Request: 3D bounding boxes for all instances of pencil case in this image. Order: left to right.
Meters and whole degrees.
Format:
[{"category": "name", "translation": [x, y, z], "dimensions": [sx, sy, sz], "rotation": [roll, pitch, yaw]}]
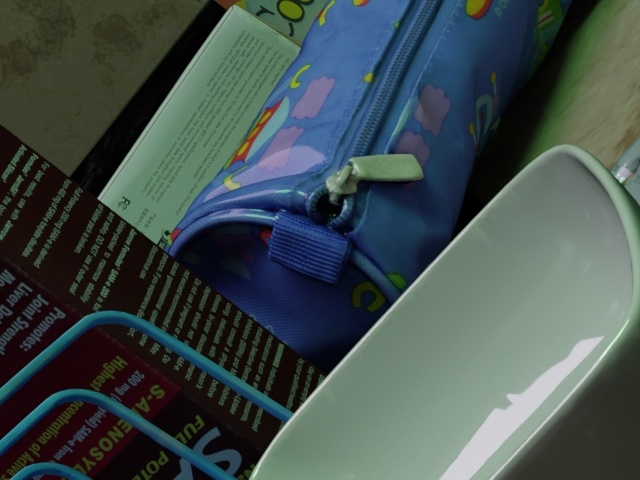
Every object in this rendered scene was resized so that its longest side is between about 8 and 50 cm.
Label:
[{"category": "pencil case", "translation": [0.038, -0.068, 0.839], "dimensions": [0.306, 0.119, 0.133], "rotation": [-62, -1, -36]}]

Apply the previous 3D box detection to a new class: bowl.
[{"category": "bowl", "translation": [0.040, 0.053, 0.426], "dimensions": [0.142, 0.053, 0.142], "rotation": [-50, 13, 15]}]

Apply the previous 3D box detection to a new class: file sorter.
[{"category": "file sorter", "translation": [-0.083, 0.127, 0.621], "dimensions": [0.170, 0.104, 0.118], "rotation": [-63, -9, 32]}]

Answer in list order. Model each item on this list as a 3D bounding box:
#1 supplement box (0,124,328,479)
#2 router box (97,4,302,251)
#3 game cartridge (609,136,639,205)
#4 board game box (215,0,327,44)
[{"category": "supplement box", "translation": [-0.102, 0.062, 0.704], "dimensions": [0.130, 0.239, 0.073], "rotation": [-45, 15, 29]}, {"category": "router box", "translation": [-0.139, 0.058, 1.107], "dimensions": [0.335, 0.082, 0.301], "rotation": [-60, 5, -29]}, {"category": "game cartridge", "translation": [0.069, 0.072, 0.509], "dimensions": [0.294, 0.060, 0.196], "rotation": [-51, 16, 4]}, {"category": "board game box", "translation": [0.037, -0.251, 1.293], "dimensions": [0.144, 0.142, 0.275], "rotation": [-42, 16, 36]}]
